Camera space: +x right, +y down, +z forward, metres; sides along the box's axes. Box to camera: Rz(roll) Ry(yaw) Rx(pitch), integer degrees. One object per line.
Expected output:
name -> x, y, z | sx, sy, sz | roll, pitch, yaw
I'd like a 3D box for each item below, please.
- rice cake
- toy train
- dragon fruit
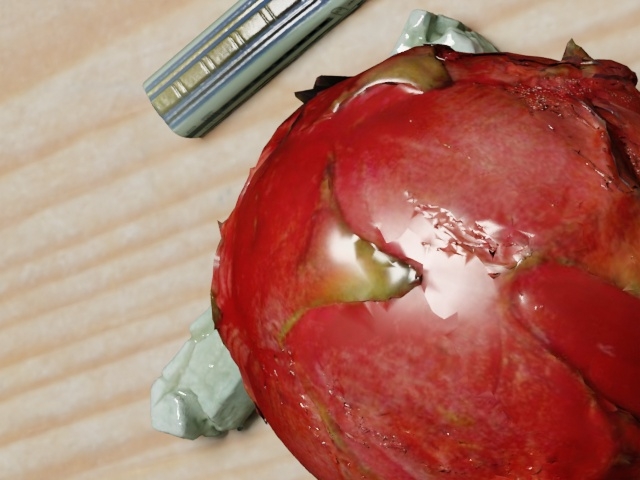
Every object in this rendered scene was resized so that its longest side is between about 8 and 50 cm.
rice cake -> 0.000, 0.000, 1.093 | 0.063, 0.066, 0.336 | 42, 104, 29
toy train -> -0.012, -0.165, 1.114 | 0.252, 0.048, 0.055 | -39, 76, 18
dragon fruit -> 0.098, 0.036, 0.934 | 0.301, 0.295, 0.296 | 21, 97, 17
